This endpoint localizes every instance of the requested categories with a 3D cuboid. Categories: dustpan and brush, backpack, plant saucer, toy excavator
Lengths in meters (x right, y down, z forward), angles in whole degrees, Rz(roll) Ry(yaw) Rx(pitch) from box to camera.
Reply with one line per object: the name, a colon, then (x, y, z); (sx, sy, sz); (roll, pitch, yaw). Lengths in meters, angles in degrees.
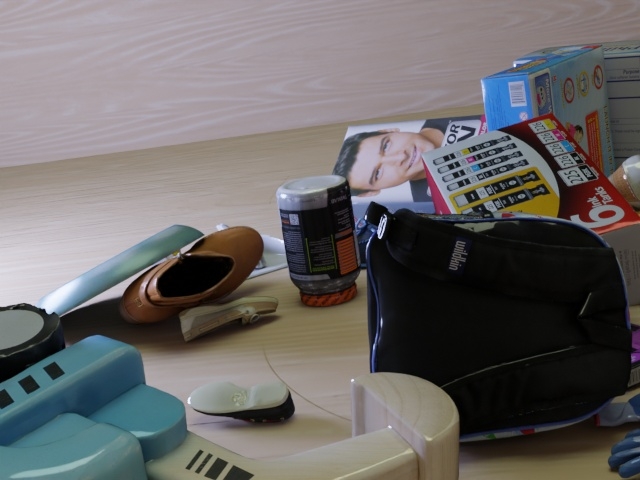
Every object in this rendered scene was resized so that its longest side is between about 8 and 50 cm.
dustpan and brush: (-0.146, 0.011, 1.812); (0.147, 0.060, 0.211); (-17, 17, -26)
backpack: (0.188, 0.089, 1.028); (0.264, 0.276, 0.213); (-2, 3, 12)
plant saucer: (-0.338, 0.052, 1.586); (0.318, 0.043, 0.317); (-30, 4, 2)
toy excavator: (-0.156, 0.214, 0.862); (0.445, 0.222, 0.433); (15, 28, 34)

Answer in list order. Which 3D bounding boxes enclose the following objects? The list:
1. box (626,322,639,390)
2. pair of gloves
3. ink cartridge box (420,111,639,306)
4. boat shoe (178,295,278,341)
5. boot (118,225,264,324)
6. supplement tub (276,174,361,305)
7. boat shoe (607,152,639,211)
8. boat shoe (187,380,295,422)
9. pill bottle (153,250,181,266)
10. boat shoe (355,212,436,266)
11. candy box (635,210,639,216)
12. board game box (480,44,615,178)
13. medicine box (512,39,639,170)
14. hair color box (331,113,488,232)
box: (0.345, 0.130, 1.163); (0.116, 0.029, 0.162); (-16, 15, -26)
pair of gloves: (0.357, 0.186, 0.964); (0.159, 0.023, 0.198); (-8, 12, 6)
ink cartridge box: (0.244, -0.014, 1.290); (0.272, 0.130, 0.309); (-18, 33, 0)
boat shoe: (-0.136, 0.118, 1.468); (0.153, 0.048, 0.056); (-8, -14, -20)
boot: (-0.176, 0.038, 1.511); (0.284, 0.109, 0.220); (-23, -3, -28)
supplement tub: (0.000, 0.000, 1.525); (0.117, 0.190, 0.117); (-7, 15, 2)
boat shoe: (0.530, -0.077, 1.554); (0.103, 0.113, 0.302); (-27, -24, 26)
boat shoe: (-0.095, 0.196, 1.157); (0.133, 0.042, 0.049); (-4, 41, 19)
pill bottle: (-0.297, 0.032, 1.858); (0.043, 0.043, 0.083); (-7, 16, 7)
boat shoe: (0.116, -0.012, 1.695); (0.258, 0.089, 0.109); (-9, 15, -1)
candy box: (0.383, 0.024, 1.411); (0.317, 0.087, 0.183); (-3, 17, 19)
board game box: (0.399, -0.155, 1.642); (0.086, 0.308, 0.302); (1, 18, 38)
medicine box: (0.529, -0.223, 1.841); (0.264, 0.289, 0.149); (4, 20, 39)
hair color box: (0.200, -0.120, 1.790); (0.375, 0.113, 0.185); (0, 60, 39)
